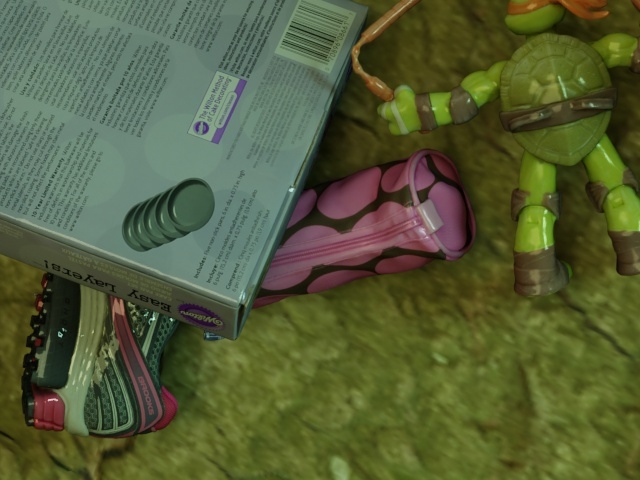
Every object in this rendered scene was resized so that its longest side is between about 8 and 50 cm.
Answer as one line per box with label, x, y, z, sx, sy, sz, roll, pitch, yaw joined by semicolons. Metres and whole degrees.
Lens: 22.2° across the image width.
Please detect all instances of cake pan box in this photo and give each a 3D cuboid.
cake pan box;-0.120;-0.094;1.117;0.245;0.070;0.267;20;64;2

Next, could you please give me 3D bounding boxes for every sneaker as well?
sneaker;-0.147;-0.002;1.218;0.112;0.121;0.299;10;87;-15

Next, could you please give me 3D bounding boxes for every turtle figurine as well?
turtle figurine;0.170;-0.082;1.073;0.269;0.087;0.217;-16;100;-4

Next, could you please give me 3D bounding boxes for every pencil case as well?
pencil case;0.000;0.000;1.156;0.209;0.098;0.095;-17;87;21
